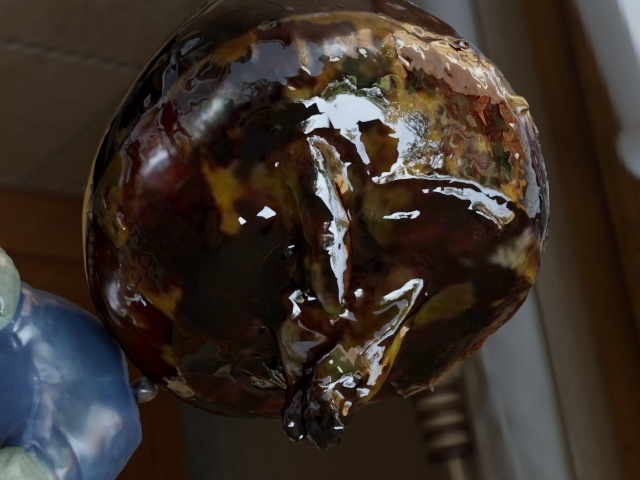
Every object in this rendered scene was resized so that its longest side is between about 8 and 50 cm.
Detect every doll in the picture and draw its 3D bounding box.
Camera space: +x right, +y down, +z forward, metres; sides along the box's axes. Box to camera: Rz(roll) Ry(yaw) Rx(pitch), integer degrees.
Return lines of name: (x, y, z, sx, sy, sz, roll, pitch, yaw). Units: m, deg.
doll: (-0.221, 0.121, 1.143, 0.154, 0.228, 0.258, -4, 164, -41)

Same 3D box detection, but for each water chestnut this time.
water chestnut: (0.000, 0.000, 1.038, 0.300, 0.300, 0.300, -8, 158, -3)
